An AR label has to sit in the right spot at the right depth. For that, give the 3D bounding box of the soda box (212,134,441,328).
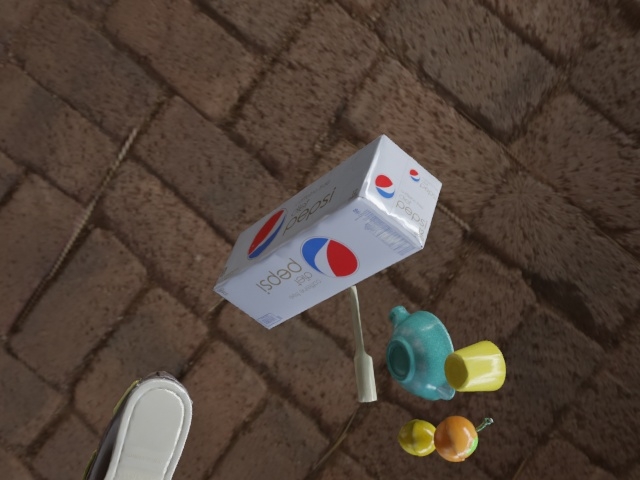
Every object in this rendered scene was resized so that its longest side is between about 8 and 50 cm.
[{"bbox_3d":[0.000,0.000,0.742,0.069,0.074,0.216,38,140,-20],"label":"soda box"}]

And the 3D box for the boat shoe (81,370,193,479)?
[{"bbox_3d":[-0.260,0.327,1.148,0.116,0.096,0.324,21,89,-15],"label":"boat shoe"}]

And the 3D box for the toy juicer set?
[{"bbox_3d":[0.148,0.209,1.325,0.089,0.329,0.209,-6,107,-30],"label":"toy juicer set"}]
